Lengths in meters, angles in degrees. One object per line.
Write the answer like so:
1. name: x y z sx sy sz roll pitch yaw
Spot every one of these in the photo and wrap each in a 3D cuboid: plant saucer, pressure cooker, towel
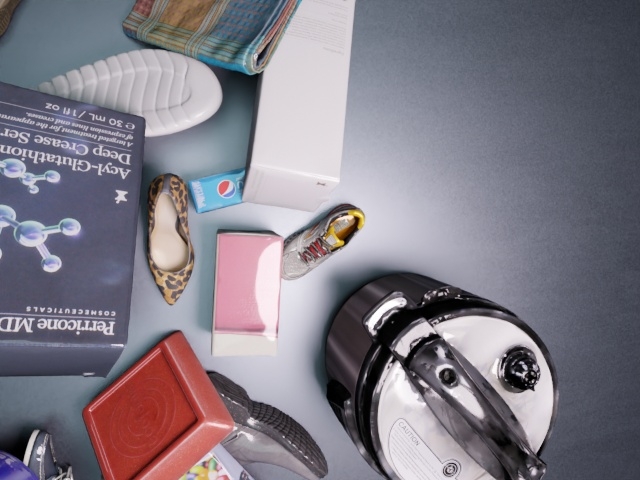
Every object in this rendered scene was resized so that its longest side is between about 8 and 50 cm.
1. plant saucer: -0.325 0.332 0.860 0.259 0.258 0.048 -42 144 -5
2. pressure cooker: 0.214 0.259 0.864 0.369 0.420 0.376 6 94 -13
3. towel: -0.181 -0.444 0.803 0.370 0.040 0.271 27 87 29

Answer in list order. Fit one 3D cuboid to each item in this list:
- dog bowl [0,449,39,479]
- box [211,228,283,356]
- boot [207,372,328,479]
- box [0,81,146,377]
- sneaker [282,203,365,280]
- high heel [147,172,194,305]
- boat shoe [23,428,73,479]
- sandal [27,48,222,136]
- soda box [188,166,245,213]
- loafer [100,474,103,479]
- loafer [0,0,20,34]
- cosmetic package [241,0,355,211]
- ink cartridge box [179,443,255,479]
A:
1. dog bowl: -0.599 0.519 0.816 0.264 0.104 0.265 5 102 21
2. box: -0.149 0.097 0.914 0.126 0.148 0.232 2 95 -13
3. boot: -0.171 0.456 0.970 0.338 0.118 0.223 36 91 -2
4. box: -0.446 -0.011 0.690 0.293 0.212 0.396 8 62 -29
5. sneaker: 0.000 0.000 0.965 0.225 0.093 0.088 -42 101 -5
6. high heel: -0.288 0.007 0.858 0.093 0.186 0.261 2 94 -12
7. boat shoe: -0.530 0.490 0.895 0.079 0.095 0.255 3 95 -10
8. sandal: -0.387 -0.253 0.869 0.416 0.102 0.169 -8 81 2
9. soda box: -0.155 -0.112 0.934 0.210 0.071 0.067 -15 96 -10
10. loafer: -0.423 0.617 0.919 0.111 0.112 0.320 -4 96 -20
11. loafer: -0.591 -0.428 0.830 0.050 0.056 0.148 29 79 -12
12. cosmetic package: -0.041 -0.256 0.838 0.155 0.197 0.366 10 74 -12
13. ink cartridge box: -0.249 0.483 0.890 0.185 0.065 0.311 -39 96 4
